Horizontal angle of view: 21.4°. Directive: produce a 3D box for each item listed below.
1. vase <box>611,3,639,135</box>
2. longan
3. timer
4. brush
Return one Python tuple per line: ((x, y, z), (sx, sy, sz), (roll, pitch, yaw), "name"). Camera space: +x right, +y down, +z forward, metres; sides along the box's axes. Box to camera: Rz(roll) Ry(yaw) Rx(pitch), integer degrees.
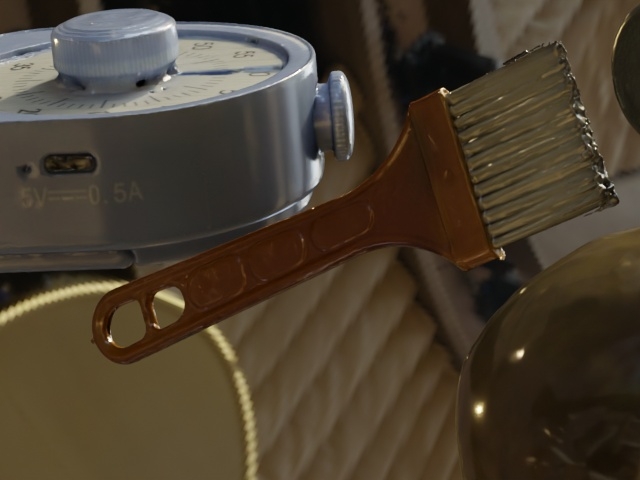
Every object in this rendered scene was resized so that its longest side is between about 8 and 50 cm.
((0.274, -0.110, 0.982), (0.214, 0.086, 0.086), (-13, -61, -32), "vase")
((0.250, 0.127, 1.060), (0.350, 0.288, 0.288), (15, -84, -26), "longan")
((-0.159, -0.110, 1.474), (0.395, 0.395, 0.173), (-24, -63, -48), "timer")
((0.000, 0.000, 0.862), (0.017, 0.314, 0.090), (8, -118, -58), "brush")
